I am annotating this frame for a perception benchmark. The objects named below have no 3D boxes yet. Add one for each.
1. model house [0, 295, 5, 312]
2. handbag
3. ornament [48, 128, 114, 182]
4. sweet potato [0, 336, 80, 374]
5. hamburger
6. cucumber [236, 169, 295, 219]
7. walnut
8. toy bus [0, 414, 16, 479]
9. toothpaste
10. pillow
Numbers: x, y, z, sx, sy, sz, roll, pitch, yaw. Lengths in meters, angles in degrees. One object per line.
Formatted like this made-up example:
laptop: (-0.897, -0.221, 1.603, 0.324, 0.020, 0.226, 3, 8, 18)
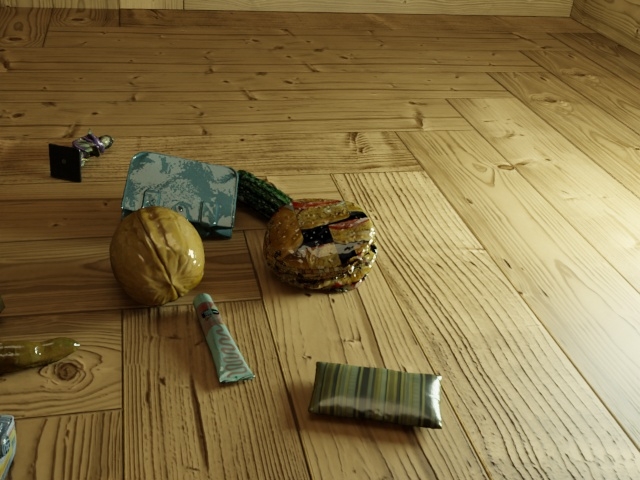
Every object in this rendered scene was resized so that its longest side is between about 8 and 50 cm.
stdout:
model house: (-0.644, 0.126, 1.141, 0.180, 0.176, 0.248, 13, 48, 14)
handbag: (-0.287, -0.089, 1.542, 0.229, 0.062, 0.179, 10, 51, -12)
ornament: (-0.557, -0.221, 1.771, 0.088, 0.081, 0.203, 13, 32, 12)
sweet potato: (-0.468, 0.177, 1.159, 0.182, 0.054, 0.053, -4, 41, -20)
hamburger: (0.000, 0.000, 1.444, 0.231, 0.107, 0.231, -2, 50, 2)
cucumber: (-0.111, -0.083, 1.627, 0.265, 0.077, 0.077, 30, 39, 32)
walnut: (-0.293, 0.024, 1.338, 0.165, 0.165, 0.197, -7, 41, -20)
toy bus: (-0.431, 0.306, 0.928, 0.064, 0.075, 0.190, 1, 32, -3)
toothpaste: (-0.170, 0.164, 1.245, 0.056, 0.036, 0.205, -8, 37, -24)
pillow: (0.086, 0.239, 1.153, 0.203, 0.038, 0.113, 7, 34, 4)
